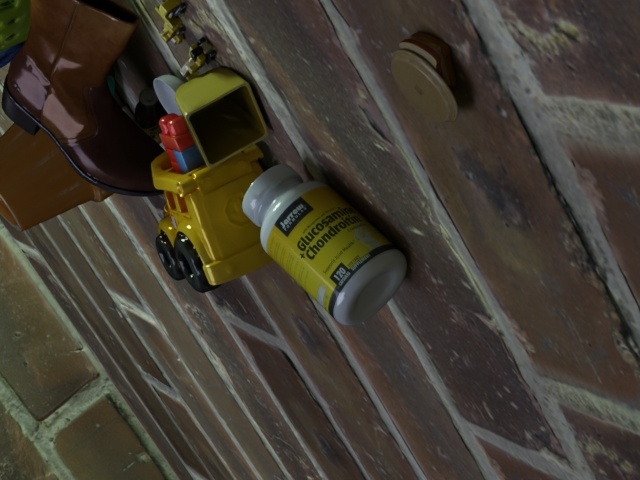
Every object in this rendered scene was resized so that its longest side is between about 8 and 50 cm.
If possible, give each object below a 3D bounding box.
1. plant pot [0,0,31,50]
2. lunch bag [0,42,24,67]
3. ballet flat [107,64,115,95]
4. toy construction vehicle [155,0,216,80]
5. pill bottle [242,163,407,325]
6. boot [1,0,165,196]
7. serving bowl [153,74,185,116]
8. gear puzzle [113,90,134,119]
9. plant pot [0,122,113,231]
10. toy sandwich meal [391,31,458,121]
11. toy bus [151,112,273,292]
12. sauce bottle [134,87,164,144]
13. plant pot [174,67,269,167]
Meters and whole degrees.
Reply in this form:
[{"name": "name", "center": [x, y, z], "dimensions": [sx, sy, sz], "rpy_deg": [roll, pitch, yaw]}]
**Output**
[{"name": "plant pot", "center": [-0.503, -0.363, 1.932], "dimensions": [0.227, 0.207, 0.228], "rpy_deg": [51, 151, 7]}, {"name": "lunch bag", "center": [-0.668, -0.334, 2.216], "dimensions": [0.328, 0.385, 0.239], "rpy_deg": [27, 119, 53]}, {"name": "ballet flat", "center": [-0.328, -0.242, 1.990], "dimensions": [0.096, 0.095, 0.280], "rpy_deg": [57, 153, 17]}, {"name": "toy construction vehicle", "center": [-0.161, -0.230, 1.672], "dimensions": [0.086, 0.035, 0.098], "rpy_deg": [52, 163, 1]}, {"name": "pill bottle", "center": [0.000, 0.000, 1.604], "dimensions": [0.184, 0.103, 0.103], "rpy_deg": [43, 161, 26]}, {"name": "boot", "center": [-0.265, -0.201, 1.837], "dimensions": [0.264, 0.096, 0.280], "rpy_deg": [38, 142, 3]}, {"name": "serving bowl", "center": [-0.172, -0.174, 1.823], "dimensions": [0.083, 0.027, 0.083], "rpy_deg": [46, 162, 19]}, {"name": "gear puzzle", "center": [-0.384, -0.288, 2.107], "dimensions": [0.175, 0.044, 0.339], "rpy_deg": [22, 146, 58]}, {"name": "plant pot", "center": [-0.448, -0.120, 2.361], "dimensions": [0.205, 0.188, 0.205], "rpy_deg": [46, 162, 20]}, {"name": "toy sandwich meal", "center": [0.092, -0.137, 1.231], "dimensions": [0.085, 0.029, 0.085], "rpy_deg": [43, 164, 15]}, {"name": "toy bus", "center": [-0.142, -0.062, 1.790], "dimensions": [0.220, 0.149, 0.211], "rpy_deg": [15, 131, 66]}, {"name": "sauce bottle", "center": [-0.230, -0.165, 1.965], "dimensions": [0.042, 0.042, 0.128], "rpy_deg": [49, 164, 11]}, {"name": "plant pot", "center": [-0.120, -0.149, 1.664], "dimensions": [0.083, 0.081, 0.081], "rpy_deg": [51, 167, 48]}]
